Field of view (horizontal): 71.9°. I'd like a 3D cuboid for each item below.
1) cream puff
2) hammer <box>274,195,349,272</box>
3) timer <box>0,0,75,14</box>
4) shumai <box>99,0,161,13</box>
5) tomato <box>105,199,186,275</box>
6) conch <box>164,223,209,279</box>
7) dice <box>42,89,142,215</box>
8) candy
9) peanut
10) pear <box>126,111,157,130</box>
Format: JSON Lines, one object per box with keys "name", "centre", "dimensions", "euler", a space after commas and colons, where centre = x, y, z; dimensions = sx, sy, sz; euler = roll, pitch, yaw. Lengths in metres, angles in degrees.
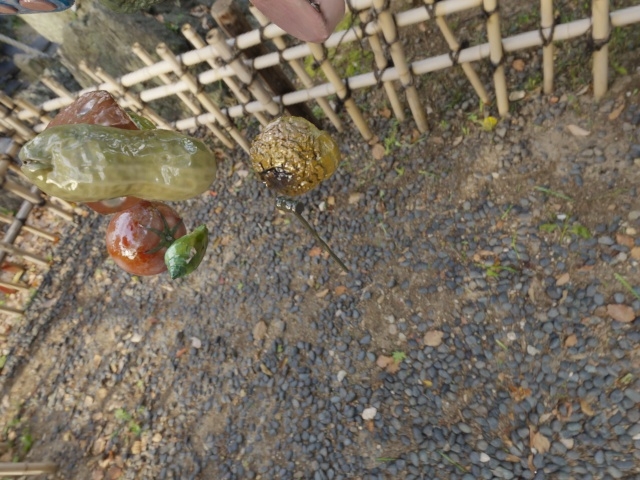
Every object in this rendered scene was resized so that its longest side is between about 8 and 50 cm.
{"name": "cream puff", "centre": [-0.106, -0.301, 1.681], "dimensions": [0.343, 0.327, 0.231], "euler": [19, 59, 14]}
{"name": "hammer", "centre": [0.000, 0.000, 0.932], "dimensions": [0.058, 0.292, 0.029], "euler": [21, 72, 39]}
{"name": "timer", "centre": [-0.626, -0.479, 0.744], "dimensions": [0.340, 0.309, 0.115], "euler": [7, 101, 17]}
{"name": "shumai", "centre": [-0.451, -0.690, 0.951], "dimensions": [0.263, 0.309, 0.304], "euler": [41, 108, 14]}
{"name": "tomato", "centre": [-0.604, -0.009, 1.526], "dimensions": [0.265, 0.265, 0.264], "euler": [-11, 60, 20]}
{"name": "conch", "centre": [-0.337, 0.036, 1.120], "dimensions": [0.080, 0.094, 0.201], "euler": [11, 25, 14]}
{"name": "dice", "centre": [-0.423, -0.169, 0.856], "dimensions": [0.179, 0.174, 0.175], "euler": [-39, 48, -6]}
{"name": "candy", "centre": [-0.059, -0.518, 0.915], "dimensions": [0.255, 0.255, 0.094], "euler": [35, 91, 35]}
{"name": "peanut", "centre": [-0.315, -0.124, 0.717], "dimensions": [0.130, 0.290, 0.130], "euler": [7, 98, 56]}
{"name": "pear", "centre": [-0.688, -0.294, 1.515], "dimensions": [0.307, 0.253, 0.253], "euler": [-41, 54, 6]}
